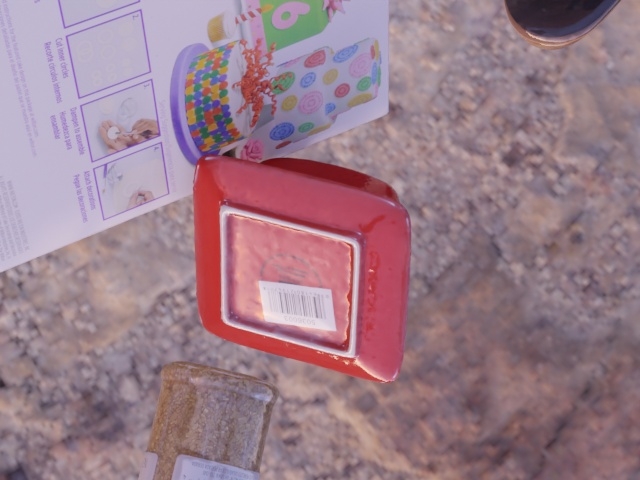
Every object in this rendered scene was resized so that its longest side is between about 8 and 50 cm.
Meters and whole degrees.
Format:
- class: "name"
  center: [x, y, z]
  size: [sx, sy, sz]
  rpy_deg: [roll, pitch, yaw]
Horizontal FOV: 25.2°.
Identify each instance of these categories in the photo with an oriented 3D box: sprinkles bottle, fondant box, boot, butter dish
- class: "sprinkles bottle"
  center: [-0.132, 0.301, 1.380]
  size: [0.121, 0.121, 0.355]
  rpy_deg: [22, 76, -42]
- class: "fondant box"
  center: [-0.115, -0.141, 0.953]
  size: [0.330, 0.096, 0.238]
  rpy_deg: [-22, 140, -18]
- class: "boot"
  center: [0.232, -0.252, 1.237]
  size: [0.115, 0.112, 0.305]
  rpy_deg: [94, 18, -52]
- class: "butter dish"
  center: [0.000, 0.000, 1.021]
  size: [0.118, 0.160, 0.160]
  rpy_deg: [-55, 153, -51]
